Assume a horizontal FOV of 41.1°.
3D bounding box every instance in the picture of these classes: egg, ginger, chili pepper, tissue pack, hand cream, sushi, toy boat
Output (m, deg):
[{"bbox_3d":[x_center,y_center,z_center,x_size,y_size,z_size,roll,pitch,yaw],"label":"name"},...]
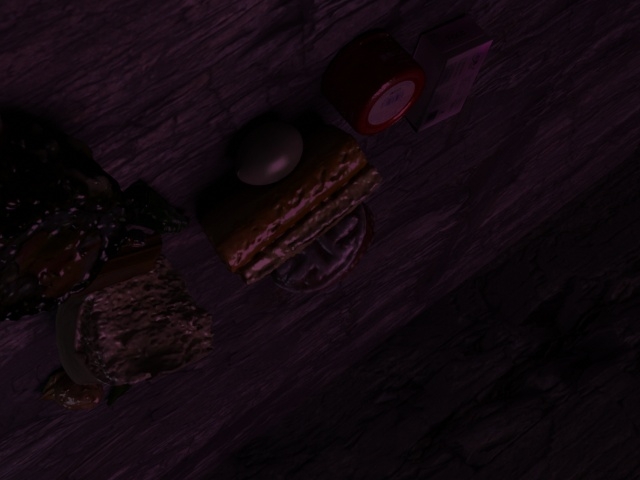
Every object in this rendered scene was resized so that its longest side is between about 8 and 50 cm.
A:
[{"bbox_3d":[-0.104,-0.172,1.701,0.152,0.114,0.114,-37,159,-7],"label":"egg"},{"bbox_3d":[-0.552,0.354,2.027,0.115,0.122,0.193,-65,160,9],"label":"ginger"},{"bbox_3d":[-0.311,-0.054,1.681,0.088,0.059,0.227,-47,160,7],"label":"chili pepper"},{"bbox_3d":[0.279,-0.378,1.954,0.148,0.092,0.246,-27,156,-26],"label":"tissue pack"},{"bbox_3d":[0.110,-0.320,1.751,0.193,0.125,0.193,-35,161,-14],"label":"hand cream"},{"bbox_3d":[-0.446,-0.025,1.277,0.294,0.178,0.352,-47,170,10],"label":"sushi"},{"bbox_3d":[-0.433,0.032,1.563,0.310,0.115,0.089,-20,159,-39],"label":"toy boat"}]

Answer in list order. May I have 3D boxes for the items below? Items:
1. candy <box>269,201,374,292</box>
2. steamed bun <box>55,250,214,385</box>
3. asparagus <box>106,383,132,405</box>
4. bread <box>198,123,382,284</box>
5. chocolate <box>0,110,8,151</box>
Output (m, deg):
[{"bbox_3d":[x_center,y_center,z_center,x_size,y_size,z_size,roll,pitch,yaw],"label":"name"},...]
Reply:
[{"bbox_3d":[0.000,0.000,2.083,0.289,0.214,0.157,-44,164,13],"label":"candy"},{"bbox_3d":[-0.390,0.144,1.739,0.273,0.272,0.290,-12,177,38],"label":"steamed bun"},{"bbox_3d":[-0.516,0.380,2.230,0.045,0.041,0.178,-7,144,-41],"label":"asparagus"},{"bbox_3d":[-0.071,-0.079,1.818,0.375,0.165,0.236,-39,-156,-7],"label":"bread"},{"bbox_3d":[-0.514,-0.132,1.003,0.283,0.186,0.284,-33,158,-15],"label":"chocolate"}]
